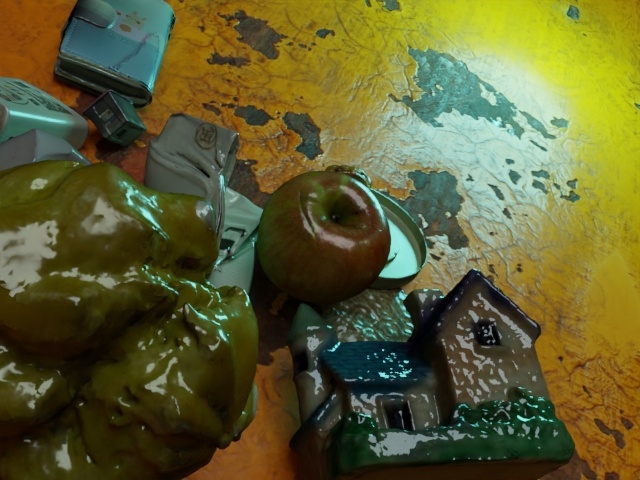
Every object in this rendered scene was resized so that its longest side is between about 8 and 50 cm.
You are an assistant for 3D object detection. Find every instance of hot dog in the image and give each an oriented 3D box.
[{"bbox_3d":[0.053,-0.116,1.436,0.090,0.034,0.030,19,46,-13],"label":"hot dog"}]

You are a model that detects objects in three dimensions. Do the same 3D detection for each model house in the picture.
[{"bbox_3d":[0.120,0.183,1.051,0.312,0.245,0.280,2,59,-16],"label":"model house"}]

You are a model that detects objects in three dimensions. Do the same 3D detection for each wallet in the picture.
[{"bbox_3d":[-0.355,-0.351,1.396,0.176,0.075,0.250,19,46,-17],"label":"wallet"}]

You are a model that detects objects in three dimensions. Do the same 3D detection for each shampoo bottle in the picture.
[{"bbox_3d":[-0.445,-0.172,1.110,0.153,0.071,0.284,32,13,1],"label":"shampoo bottle"}]

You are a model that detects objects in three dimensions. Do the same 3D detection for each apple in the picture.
[{"bbox_3d":[0.000,0.000,1.161,0.196,0.196,0.196,14,48,-16],"label":"apple"}]

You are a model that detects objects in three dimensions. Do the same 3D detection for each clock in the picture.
[{"bbox_3d":[0.073,-0.016,1.346,0.235,0.029,0.235,18,39,-16],"label":"clock"}]

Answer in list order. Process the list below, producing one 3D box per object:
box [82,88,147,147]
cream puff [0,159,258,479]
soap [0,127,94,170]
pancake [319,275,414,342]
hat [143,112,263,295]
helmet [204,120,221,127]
[{"bbox_3d":[-0.320,-0.190,1.268,0.063,0.060,0.084,52,7,10],"label":"box"},{"bbox_3d":[-0.214,0.112,0.764,0.378,0.378,0.275,-10,37,-33],"label":"cream puff"},{"bbox_3d":[-0.385,0.011,1.100,0.302,0.257,0.159,49,20,-53],"label":"soap"},{"bbox_3d":[0.063,0.118,1.248,0.212,0.029,0.235,10,49,-20],"label":"pancake"},{"bbox_3d":[-0.183,-0.010,1.140,0.168,0.258,0.301,5,66,12],"label":"hat"},{"bbox_3d":[-0.186,-0.160,1.340,0.084,0.049,0.065,29,77,32],"label":"helmet"}]
